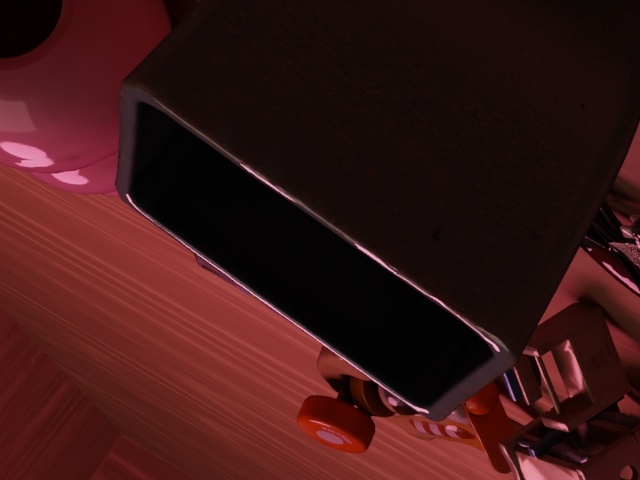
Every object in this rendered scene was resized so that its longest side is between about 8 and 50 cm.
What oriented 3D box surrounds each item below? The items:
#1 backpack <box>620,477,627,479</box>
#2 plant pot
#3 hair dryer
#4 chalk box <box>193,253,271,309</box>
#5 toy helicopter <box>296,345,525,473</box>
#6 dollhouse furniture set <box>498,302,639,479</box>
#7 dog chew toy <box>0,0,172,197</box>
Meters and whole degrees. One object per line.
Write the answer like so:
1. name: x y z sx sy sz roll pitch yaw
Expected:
1. backpack: 0.335 0.321 1.855 0.263 0.213 0.276 52 166 -26
2. plant pot: 0.056 -0.080 1.132 0.248 0.252 0.247 36 165 2
3. hair dryer: 0.275 0.037 1.419 0.293 0.080 0.223 50 176 -28
4. chalk box: 0.000 0.000 1.763 0.213 0.132 0.132 30 164 18
5. toy helicopter: 0.164 0.183 2.050 0.355 0.140 0.235 28 158 -11
6. dollhouse furniture set: 0.231 0.135 1.731 0.129 0.129 0.184 10 127 60
7. dog chew toy: -0.202 -0.135 1.694 0.206 0.207 0.332 30 173 21
